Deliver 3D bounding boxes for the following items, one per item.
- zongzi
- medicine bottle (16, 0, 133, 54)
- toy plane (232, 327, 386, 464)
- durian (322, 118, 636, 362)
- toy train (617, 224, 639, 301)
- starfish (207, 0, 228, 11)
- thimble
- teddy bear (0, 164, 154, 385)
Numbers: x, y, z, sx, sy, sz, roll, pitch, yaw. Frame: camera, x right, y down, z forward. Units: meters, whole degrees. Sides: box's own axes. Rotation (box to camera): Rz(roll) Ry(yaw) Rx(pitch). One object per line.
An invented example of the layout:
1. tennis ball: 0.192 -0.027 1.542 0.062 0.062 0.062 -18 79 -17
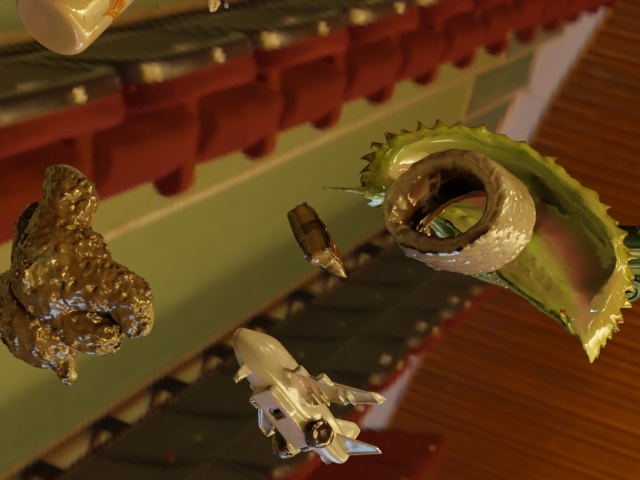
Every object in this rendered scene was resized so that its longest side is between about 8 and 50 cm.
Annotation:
1. zongzi: 0.000 0.000 1.626 0.040 0.076 0.083 -33 152 15
2. medicine bottle: -0.283 -0.358 1.870 0.252 0.114 0.114 -53 156 -32
3. toy plane: -0.037 0.222 1.954 0.255 0.251 0.101 47 49 -18
4. durian: 0.199 -0.019 1.574 0.169 0.355 0.157 -15 134 -59
5. toy train: 0.383 0.022 1.776 0.071 0.171 0.111 -89 179 -54
6. starfish: -0.107 -0.440 1.622 0.384 0.132 0.398 -69 156 -62
7. thimble: 0.122 -0.024 1.248 0.090 0.115 0.102 23 41 -61
8. teddy bear: -0.348 0.069 1.894 0.156 0.267 0.256 -20 155 -31
